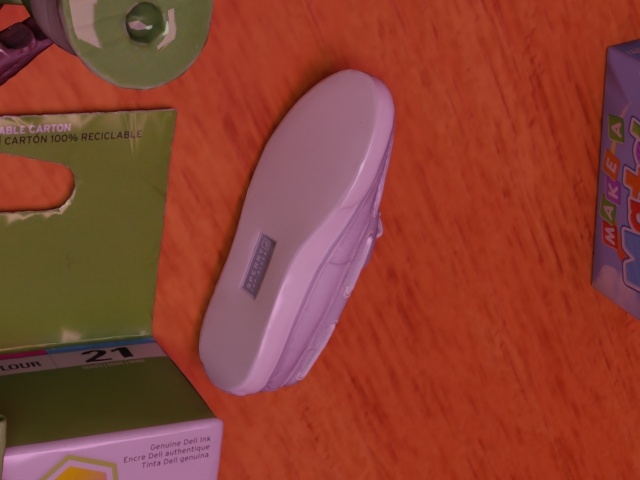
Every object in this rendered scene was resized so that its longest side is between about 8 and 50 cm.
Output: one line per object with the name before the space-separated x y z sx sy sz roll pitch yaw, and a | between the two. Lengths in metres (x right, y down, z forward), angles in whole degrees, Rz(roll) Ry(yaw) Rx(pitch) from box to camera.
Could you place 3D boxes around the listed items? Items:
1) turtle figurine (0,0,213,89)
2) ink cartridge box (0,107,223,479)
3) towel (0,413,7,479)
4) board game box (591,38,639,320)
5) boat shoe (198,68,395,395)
turtle figurine | -0.146 -0.147 0.489 0.198 0.266 0.274 25 98 -35
ink cartridge box | -0.147 0.076 0.709 0.189 0.097 0.255 -5 117 -28
towel | -0.197 0.142 0.644 0.113 0.023 0.152 1 112 -31
board game box | 0.227 -0.001 0.814 0.039 0.211 0.160 -15 121 -22
boat shoe | 0.000 0.000 0.779 0.063 0.066 0.184 5 110 -47
